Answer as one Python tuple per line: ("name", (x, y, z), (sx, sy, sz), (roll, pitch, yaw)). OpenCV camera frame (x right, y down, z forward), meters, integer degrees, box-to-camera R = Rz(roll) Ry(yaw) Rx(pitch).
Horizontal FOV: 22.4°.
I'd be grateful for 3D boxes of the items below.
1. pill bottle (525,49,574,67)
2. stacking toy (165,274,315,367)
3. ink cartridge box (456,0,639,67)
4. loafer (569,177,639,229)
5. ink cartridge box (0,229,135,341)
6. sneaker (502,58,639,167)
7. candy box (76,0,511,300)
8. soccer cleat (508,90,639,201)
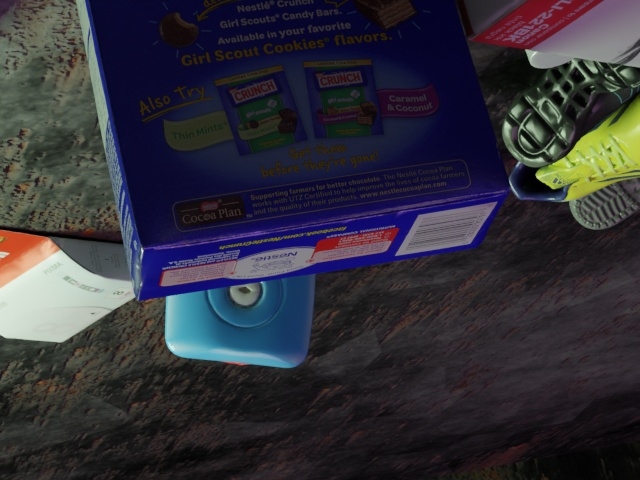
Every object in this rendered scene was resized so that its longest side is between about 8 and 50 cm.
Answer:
("pill bottle", (0.190, -0.215, 1.420), (0.067, 0.120, 0.067), (-13, 160, -5))
("stacking toy", (-0.121, 0.087, 2.003), (0.175, 0.166, 0.302), (7, 166, -12))
("ink cartridge box", (0.221, -0.247, 1.246), (0.272, 0.197, 0.114), (2, 155, -38))
("loafer", (0.405, -0.109, 1.935), (0.251, 0.087, 0.094), (-28, 116, 12))
("ink cartridge box", (-0.337, 0.056, 1.877), (0.189, 0.066, 0.232), (-30, 159, 36))
("sneaker", (0.288, -0.183, 1.655), (0.106, 0.101, 0.267), (-35, 174, -47))
("candy box", (-0.035, -0.137, 1.186), (0.268, 0.317, 0.122), (-8, 161, -13))
("soccer cleat", (0.304, -0.093, 1.781), (0.121, 0.093, 0.289), (-28, -179, -21))
